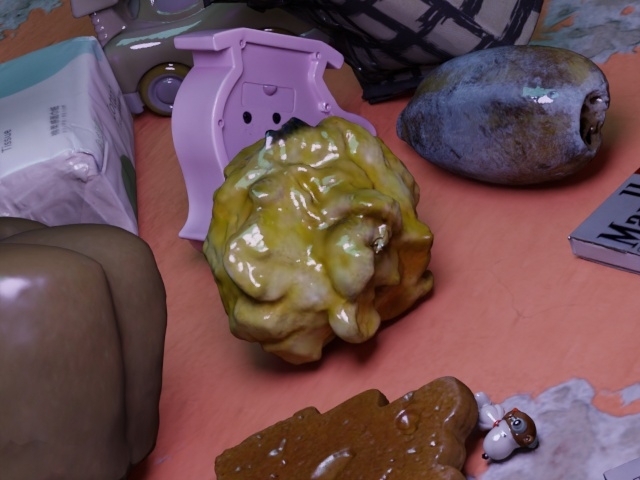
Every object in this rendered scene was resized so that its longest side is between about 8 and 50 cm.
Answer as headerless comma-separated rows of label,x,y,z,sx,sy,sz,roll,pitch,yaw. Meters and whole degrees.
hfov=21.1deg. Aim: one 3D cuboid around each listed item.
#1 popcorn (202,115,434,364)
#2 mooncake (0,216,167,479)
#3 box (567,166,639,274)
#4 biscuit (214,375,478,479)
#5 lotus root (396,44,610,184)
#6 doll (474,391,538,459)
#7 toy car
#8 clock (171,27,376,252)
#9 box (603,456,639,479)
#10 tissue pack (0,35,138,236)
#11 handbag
popcorn,0.000,0.000,1.843,0.252,0.215,0.286,27,53,14
mooncake,-0.389,0.120,1.720,0.467,0.262,0.467,-1,7,0
box,0.359,-0.034,1.807,0.177,0.036,0.115,-41,35,-25
biscuit,0.016,0.230,1.631,0.301,0.043,0.278,6,48,46
lotus root,0.187,-0.145,1.975,0.322,0.140,0.158,2,82,46
doll,0.172,0.173,1.623,0.058,0.040,0.085,-30,30,11
toy car,-0.166,-0.348,2.460,0.336,0.226,0.242,-20,31,10
clock,-0.055,-0.117,2.095,0.080,0.275,0.290,6,6,43
box,0.294,0.258,1.407,0.055,0.039,0.218,-22,31,2
tissue pack,-0.387,-0.099,2.266,0.266,0.194,0.356,-20,32,4
handbag,0.052,-0.313,2.093,0.327,0.325,0.162,-14,50,58
